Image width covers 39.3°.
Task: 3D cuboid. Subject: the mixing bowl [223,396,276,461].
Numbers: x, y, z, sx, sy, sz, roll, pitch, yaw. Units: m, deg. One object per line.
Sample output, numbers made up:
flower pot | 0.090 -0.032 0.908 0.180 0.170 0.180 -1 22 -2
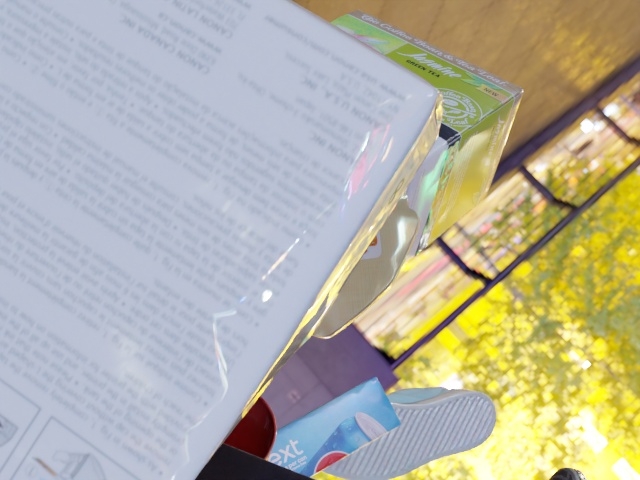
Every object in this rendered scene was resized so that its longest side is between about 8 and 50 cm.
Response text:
mixing bowl | -0.137 0.247 0.994 0.181 0.181 0.098 -31 133 -38

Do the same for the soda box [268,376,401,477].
soda box | -0.007 0.254 1.132 0.210 0.071 0.067 -25 171 -20

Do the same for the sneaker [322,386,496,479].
sneaker | 0.112 0.321 1.509 0.366 0.135 0.150 1 174 -28

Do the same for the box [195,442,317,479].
box | -0.021 0.374 0.753 0.343 0.312 0.179 8 -148 42

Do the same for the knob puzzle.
knob puzzle | 0.000 0.000 0.847 0.213 0.213 0.030 -41 155 -2

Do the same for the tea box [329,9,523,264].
tea box | 0.077 -0.164 1.394 0.323 0.329 0.220 -36 149 -43

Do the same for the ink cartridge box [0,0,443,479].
ink cartridge box | -0.161 0.008 0.503 0.385 0.308 0.091 -57 171 1

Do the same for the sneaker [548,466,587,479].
sneaker | 0.199 0.278 0.878 0.170 0.075 0.063 -44 -174 -22
